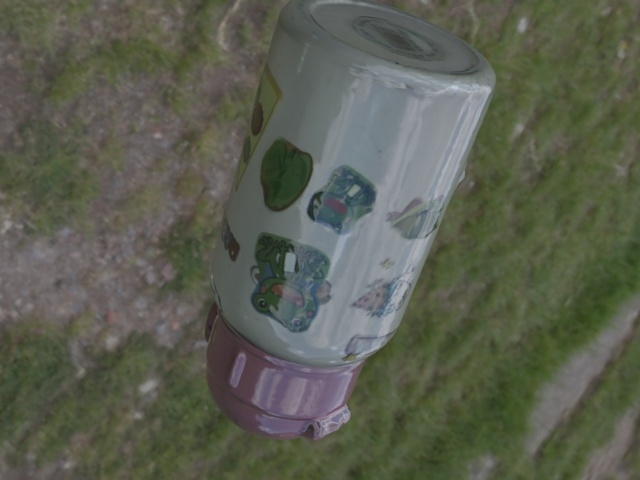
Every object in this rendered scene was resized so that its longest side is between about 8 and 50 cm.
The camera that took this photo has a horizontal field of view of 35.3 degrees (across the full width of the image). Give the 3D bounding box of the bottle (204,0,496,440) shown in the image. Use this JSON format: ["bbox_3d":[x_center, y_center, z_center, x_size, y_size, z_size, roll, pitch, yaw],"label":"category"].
[{"bbox_3d":[0.000,0.000,0.565,0.120,0.120,0.253,-17,135,-49],"label":"bottle"}]
